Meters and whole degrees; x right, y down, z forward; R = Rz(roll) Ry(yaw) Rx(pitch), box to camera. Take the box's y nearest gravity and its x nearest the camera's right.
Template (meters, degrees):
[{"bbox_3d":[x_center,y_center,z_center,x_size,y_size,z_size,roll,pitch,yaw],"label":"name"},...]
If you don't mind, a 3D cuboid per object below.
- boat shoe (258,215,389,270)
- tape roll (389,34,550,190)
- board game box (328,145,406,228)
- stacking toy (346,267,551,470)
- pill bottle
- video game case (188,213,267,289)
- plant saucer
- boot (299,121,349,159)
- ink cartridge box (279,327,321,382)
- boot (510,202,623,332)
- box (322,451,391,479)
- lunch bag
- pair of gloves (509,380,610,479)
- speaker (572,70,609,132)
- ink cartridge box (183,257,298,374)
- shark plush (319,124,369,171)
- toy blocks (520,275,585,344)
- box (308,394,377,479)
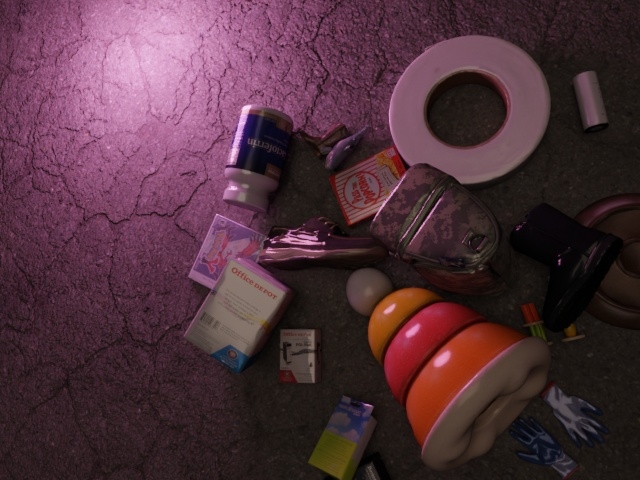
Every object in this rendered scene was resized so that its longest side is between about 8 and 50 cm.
[{"bbox_3d":[0.000,0.000,1.293,0.354,0.132,0.131,-2,74,25],"label":"boat shoe"},{"bbox_3d":[0.366,-0.320,1.279,0.391,0.072,0.393,-3,80,17],"label":"tape roll"},{"bbox_3d":[0.137,-0.137,1.332,0.193,0.045,0.147,-25,74,12],"label":"board game box"},{"bbox_3d":[0.228,0.227,1.157,0.351,0.350,0.480,-50,52,4],"label":"stacking toy"},{"bbox_3d":[-0.174,-0.219,1.385,0.153,0.153,0.265,12,85,19],"label":"pill bottle"},{"bbox_3d":[-0.258,0.050,1.434,0.183,0.023,0.202,24,88,19],"label":"video game case"},{"bbox_3d":[0.700,0.041,1.129,0.310,0.050,0.311,-3,79,17],"label":"plant saucer"},{"bbox_3d":[0.011,-0.296,1.401,0.114,0.037,0.106,-41,85,10],"label":"boot"},{"bbox_3d":[-0.051,0.295,1.311,0.099,0.056,0.136,-4,80,17],"label":"ink cartridge box"},{"bbox_3d":[0.507,0.054,1.130,0.207,0.094,0.247,37,98,49],"label":"boot"},{"bbox_3d":[0.098,0.612,1.194,0.158,0.093,0.156,-30,73,9],"label":"box"},{"bbox_3d":[0.290,0.000,1.104,0.256,0.305,0.213,34,92,35],"label":"lunch bag"},{"bbox_3d":[0.525,0.425,1.131,0.159,0.023,0.198,42,93,21],"label":"pair of gloves"},{"bbox_3d":[0.639,-0.328,1.205,0.055,0.055,0.136,-11,78,15],"label":"speaker"},{"bbox_3d":[-0.195,0.184,1.303,0.171,0.168,0.233,32,91,8],"label":"ink cartridge box"},{"bbox_3d":[0.076,-0.241,1.358,0.161,0.067,0.073,-33,104,-8],"label":"shark plush"},{"bbox_3d":[0.516,0.160,1.161,0.123,0.054,0.148,-16,76,14],"label":"toy blocks"},{"bbox_3d":[0.058,0.469,1.209,0.108,0.042,0.178,5,54,43],"label":"box"}]
